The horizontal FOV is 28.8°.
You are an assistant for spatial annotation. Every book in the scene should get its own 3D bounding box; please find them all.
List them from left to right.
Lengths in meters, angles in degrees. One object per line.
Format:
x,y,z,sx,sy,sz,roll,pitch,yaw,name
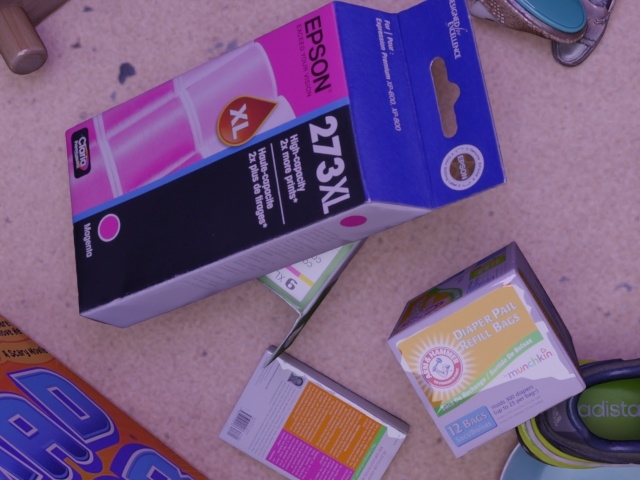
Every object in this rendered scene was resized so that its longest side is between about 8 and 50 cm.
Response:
-0.007,0.171,1.111,0.144,0.035,0.096,30,102,4,book

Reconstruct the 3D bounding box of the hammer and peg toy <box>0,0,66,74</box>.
-0.194,-0.301,0.976,0.361,0.266,0.127,-35,72,10,hammer and peg toy

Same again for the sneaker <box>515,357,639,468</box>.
0.313,0.138,1.000,0.300,0.121,0.111,-7,82,-1,sneaker

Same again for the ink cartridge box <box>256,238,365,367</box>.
0.000,0.000,1.053,0.062,0.109,0.209,36,99,3,ink cartridge box

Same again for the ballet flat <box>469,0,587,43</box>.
0.134,-0.229,1.039,0.206,0.073,0.067,48,143,8,ballet flat

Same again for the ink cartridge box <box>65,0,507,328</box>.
-0.044,-0.067,0.992,0.371,0.069,0.175,-20,65,25,ink cartridge box

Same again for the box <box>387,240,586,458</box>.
0.133,0.080,0.995,0.114,0.203,0.103,-31,91,10,box

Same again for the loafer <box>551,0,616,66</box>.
0.228,-0.205,1.037,0.045,0.039,0.125,26,98,5,loafer

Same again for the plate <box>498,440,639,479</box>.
0.247,0.232,1.085,0.188,0.024,0.188,1,95,7,plate

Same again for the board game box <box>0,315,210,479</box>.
-0.291,0.325,0.999,0.356,0.356,0.356,38,99,2,board game box
